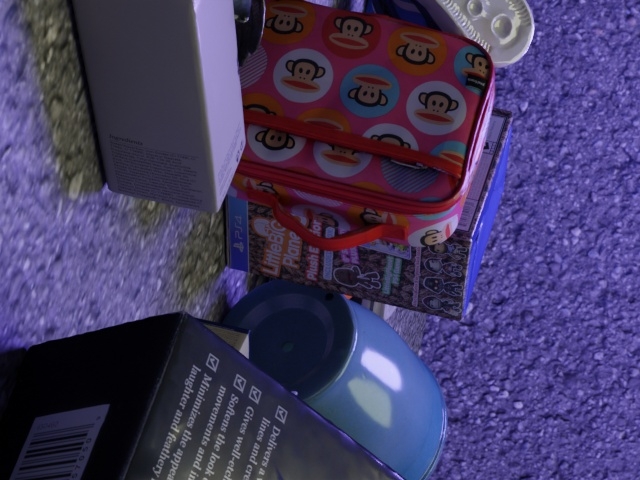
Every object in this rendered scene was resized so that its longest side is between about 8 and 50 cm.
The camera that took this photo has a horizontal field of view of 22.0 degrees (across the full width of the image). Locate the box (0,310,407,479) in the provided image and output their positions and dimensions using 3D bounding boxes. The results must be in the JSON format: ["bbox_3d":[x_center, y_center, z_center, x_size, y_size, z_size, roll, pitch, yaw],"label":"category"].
[{"bbox_3d":[-0.088,0.292,1.336,0.395,0.212,0.294,41,53,-31],"label":"box"}]

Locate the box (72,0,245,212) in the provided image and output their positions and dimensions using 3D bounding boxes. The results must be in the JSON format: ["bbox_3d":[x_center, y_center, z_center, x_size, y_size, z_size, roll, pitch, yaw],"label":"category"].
[{"bbox_3d":[-0.133,-0.151,1.389,0.275,0.113,0.094,90,16,-51],"label":"box"}]

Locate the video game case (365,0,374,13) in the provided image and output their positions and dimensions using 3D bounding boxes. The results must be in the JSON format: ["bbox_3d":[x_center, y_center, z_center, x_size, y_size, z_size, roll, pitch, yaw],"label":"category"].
[{"bbox_3d":[0.068,-0.275,2.479,0.119,0.015,0.166,58,46,-73],"label":"video game case"}]

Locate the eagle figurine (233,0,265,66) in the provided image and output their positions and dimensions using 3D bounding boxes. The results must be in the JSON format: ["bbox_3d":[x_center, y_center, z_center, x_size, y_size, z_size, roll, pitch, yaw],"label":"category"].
[{"bbox_3d":[-0.053,-0.328,1.519,0.298,0.225,0.226,-49,124,2],"label":"eagle figurine"}]

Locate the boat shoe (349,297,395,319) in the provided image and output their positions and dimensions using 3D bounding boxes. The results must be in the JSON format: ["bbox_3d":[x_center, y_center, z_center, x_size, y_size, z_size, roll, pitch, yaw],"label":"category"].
[{"bbox_3d":[0.083,-0.131,2.335,0.187,0.156,0.500,-36,142,-64],"label":"boat shoe"}]

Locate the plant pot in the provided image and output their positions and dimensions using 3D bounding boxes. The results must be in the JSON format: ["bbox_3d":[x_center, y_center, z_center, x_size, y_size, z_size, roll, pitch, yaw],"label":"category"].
[{"bbox_3d":[-0.008,0.183,2.038,0.255,0.271,0.272,58,43,-52],"label":"plant pot"}]

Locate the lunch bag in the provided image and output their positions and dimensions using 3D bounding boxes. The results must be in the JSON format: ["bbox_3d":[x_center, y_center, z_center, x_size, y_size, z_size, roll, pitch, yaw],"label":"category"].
[{"bbox_3d":[0.024,-0.112,1.742,0.120,0.293,0.258,89,16,-64],"label":"lunch bag"}]

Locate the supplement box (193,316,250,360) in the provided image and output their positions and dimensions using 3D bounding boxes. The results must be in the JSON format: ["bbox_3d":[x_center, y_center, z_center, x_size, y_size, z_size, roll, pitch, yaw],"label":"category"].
[{"bbox_3d":[-0.127,0.134,1.779,0.083,0.083,0.056,-66,163,-48],"label":"supplement box"}]

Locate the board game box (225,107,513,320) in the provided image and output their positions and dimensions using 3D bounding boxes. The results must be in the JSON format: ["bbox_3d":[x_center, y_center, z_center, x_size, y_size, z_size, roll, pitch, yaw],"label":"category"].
[{"bbox_3d":[0.060,-0.060,1.959,0.141,0.291,0.232,92,16,-45],"label":"board game box"}]

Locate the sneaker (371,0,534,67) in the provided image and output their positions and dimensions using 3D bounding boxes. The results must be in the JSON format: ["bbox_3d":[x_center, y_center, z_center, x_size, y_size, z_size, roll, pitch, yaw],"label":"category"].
[{"bbox_3d":[0.087,-0.320,1.841,0.130,0.323,0.236,-43,-159,-14],"label":"sneaker"}]

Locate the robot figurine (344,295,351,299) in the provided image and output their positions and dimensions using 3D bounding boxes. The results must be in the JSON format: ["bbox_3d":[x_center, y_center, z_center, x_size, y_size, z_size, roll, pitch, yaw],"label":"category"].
[{"bbox_3d":[-0.001,0.001,2.153,0.219,0.128,0.158,90,-23,-45],"label":"robot figurine"}]
